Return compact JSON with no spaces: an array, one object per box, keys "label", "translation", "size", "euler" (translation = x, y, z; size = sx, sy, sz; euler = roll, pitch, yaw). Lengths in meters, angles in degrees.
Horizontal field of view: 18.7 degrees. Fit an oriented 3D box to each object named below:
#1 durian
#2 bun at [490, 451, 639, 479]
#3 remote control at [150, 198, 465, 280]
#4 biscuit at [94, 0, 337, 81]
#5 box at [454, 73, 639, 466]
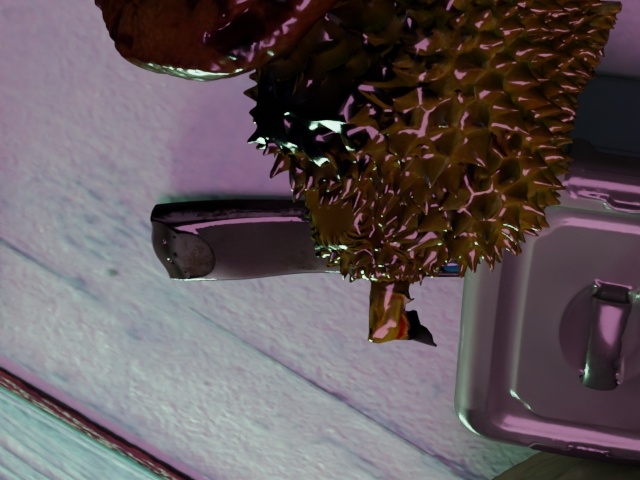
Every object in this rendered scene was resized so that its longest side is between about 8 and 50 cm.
[{"label":"durian","translation":[0.032,-0.064,0.937],"size":[0.138,0.237,0.193],"euler":[4,-169,-42]},{"label":"bun","translation":[0.239,0.232,1.177],"size":[0.361,0.213,0.361],"euler":[11,168,2]},{"label":"remote control","translation":[0.000,0.000,1.164],"size":[0.212,0.028,0.059],"euler":[-1,135,16]},{"label":"biscuit","translation":[-0.042,-0.162,0.909],"size":[0.049,0.192,0.192],"euler":[14,144,-40]},{"label":"box","translation":[0.163,0.020,1.068],"size":[0.162,0.130,0.227],"euler":[8,135,8]}]
